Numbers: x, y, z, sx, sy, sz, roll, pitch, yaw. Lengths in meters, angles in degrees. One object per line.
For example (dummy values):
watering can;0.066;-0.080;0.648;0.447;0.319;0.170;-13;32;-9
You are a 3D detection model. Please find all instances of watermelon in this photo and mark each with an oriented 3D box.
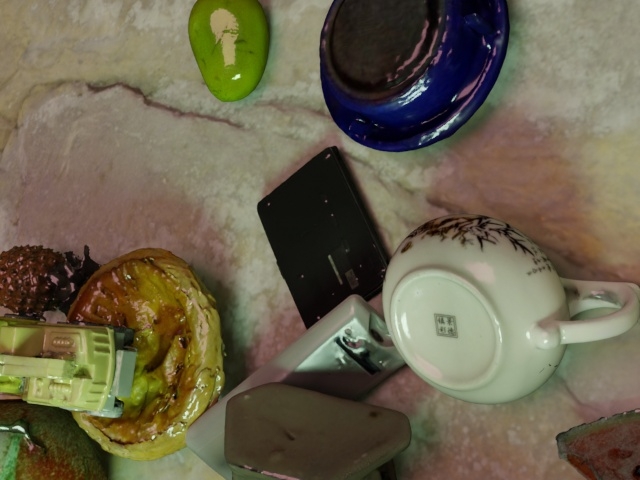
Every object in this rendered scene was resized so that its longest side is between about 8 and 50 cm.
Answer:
watermelon;0.310;0.225;0.931;0.187;0.139;0.071;-13;107;34

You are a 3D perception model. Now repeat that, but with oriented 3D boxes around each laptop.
laptop;0.000;0.000;1.264;0.154;0.026;0.207;-36;62;26

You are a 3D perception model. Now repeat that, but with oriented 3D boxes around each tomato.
tomato;-0.445;0.366;1.366;0.239;0.303;0.303;161;118;-79

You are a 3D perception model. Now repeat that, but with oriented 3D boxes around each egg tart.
egg tart;-0.228;0.155;1.351;0.290;0.115;0.290;-6;79;32

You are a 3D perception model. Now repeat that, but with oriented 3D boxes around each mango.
mango;-0.123;-0.280;1.384;0.117;0.089;0.163;-26;78;22

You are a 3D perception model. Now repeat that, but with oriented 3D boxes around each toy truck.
toy truck;-0.375;0.155;1.283;0.272;0.157;0.124;4;82;32

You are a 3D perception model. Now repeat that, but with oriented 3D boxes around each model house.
model house;-0.005;0.279;1.136;0.229;0.122;0.188;6;124;24

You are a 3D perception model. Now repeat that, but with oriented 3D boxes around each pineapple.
pineapple;-0.388;0.063;1.495;0.251;0.125;0.125;5;84;33

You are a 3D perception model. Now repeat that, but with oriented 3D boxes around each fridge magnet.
fridge magnet;0.101;-0.237;1.181;0.265;0.113;0.265;-10;73;37

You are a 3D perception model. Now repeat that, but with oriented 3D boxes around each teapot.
teapot;0.185;0.074;1.047;0.300;0.166;0.208;4;101;28

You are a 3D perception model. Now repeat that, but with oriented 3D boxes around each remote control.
remote control;-0.032;0.196;1.197;0.313;0.109;0.055;-41;14;23
